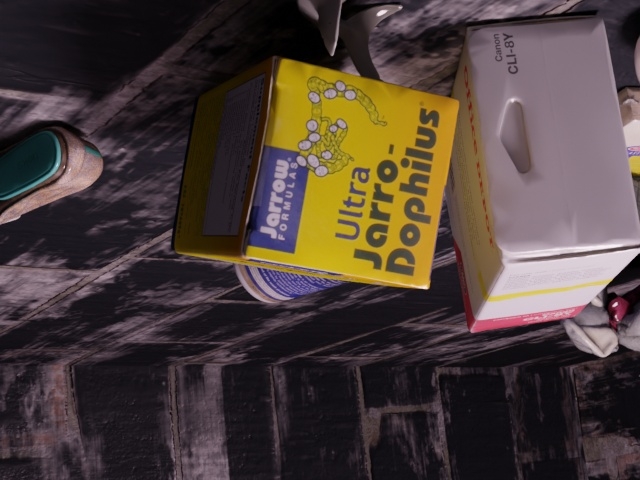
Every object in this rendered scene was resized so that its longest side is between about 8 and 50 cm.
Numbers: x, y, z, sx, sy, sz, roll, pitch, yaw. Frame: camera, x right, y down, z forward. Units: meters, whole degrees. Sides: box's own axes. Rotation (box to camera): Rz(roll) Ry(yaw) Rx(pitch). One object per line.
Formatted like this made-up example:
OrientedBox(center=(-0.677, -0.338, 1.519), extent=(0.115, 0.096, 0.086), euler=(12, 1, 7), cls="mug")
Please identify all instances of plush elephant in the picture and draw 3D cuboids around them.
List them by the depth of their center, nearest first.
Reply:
OrientedBox(center=(0.647, 0.157, 2.477), extent=(0.255, 0.330, 0.272), euler=(11, 174, 7), cls="plush elephant")

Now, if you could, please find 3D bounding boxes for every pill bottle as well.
OrientedBox(center=(0.000, 0.000, 1.786), extent=(0.265, 0.153, 0.153), euler=(-17, 161, 39), cls="pill bottle")

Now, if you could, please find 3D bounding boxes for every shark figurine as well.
OrientedBox(center=(0.018, -0.215, 1.064), extent=(0.166, 0.116, 0.278), euler=(-3, 163, -7), cls="shark figurine")

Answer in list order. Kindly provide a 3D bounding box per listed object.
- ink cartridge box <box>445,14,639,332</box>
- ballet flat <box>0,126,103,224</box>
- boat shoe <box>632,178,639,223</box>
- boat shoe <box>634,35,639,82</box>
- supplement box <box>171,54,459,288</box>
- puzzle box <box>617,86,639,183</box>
OrientedBox(center=(0.253, -0.064, 1.392), extent=(0.160, 0.279, 0.384), euler=(-7, 165, 0), cls="ink cartridge box")
OrientedBox(center=(-0.409, -0.064, 1.491), extent=(0.316, 0.107, 0.106), euler=(-13, 171, 31), cls="ballet flat")
OrientedBox(center=(0.361, -0.037, 1.681), extent=(0.320, 0.118, 0.103), euler=(3, 170, -15), cls="boat shoe")
OrientedBox(center=(0.493, -0.130, 1.314), extent=(0.127, 0.158, 0.340), euler=(-43, 133, 16), cls="boat shoe")
OrientedBox(center=(-0.022, -0.062, 1.233), extent=(0.195, 0.194, 0.356), euler=(10, 178, -18), cls="supplement box")
OrientedBox(center=(0.551, -0.145, 1.654), extent=(0.409, 0.052, 0.272), euler=(-1, 165, -19), cls="puzzle box")
